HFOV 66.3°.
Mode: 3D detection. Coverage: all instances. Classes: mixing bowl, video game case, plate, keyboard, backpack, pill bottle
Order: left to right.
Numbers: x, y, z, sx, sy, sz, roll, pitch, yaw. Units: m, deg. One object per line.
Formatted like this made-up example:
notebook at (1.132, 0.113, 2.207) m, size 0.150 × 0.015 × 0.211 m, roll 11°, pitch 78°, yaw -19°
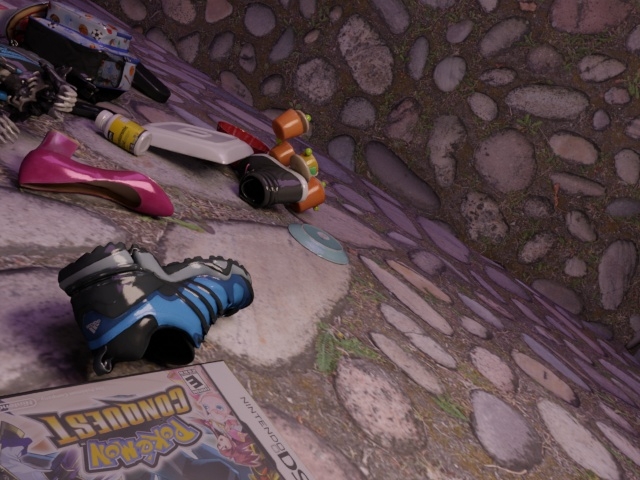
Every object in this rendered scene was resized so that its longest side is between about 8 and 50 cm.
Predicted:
backpack at (-0.646, -0.521, 1.365) m, size 0.276 × 0.213 × 0.263 m, roll 31°, pitch 7°, yaw 3°
keyboard at (-0.561, -0.314, 1.211) m, size 0.108 × 0.023 × 0.180 m, roll 31°, pitch 15°, yaw 21°
pill bottle at (-0.457, -0.251, 1.134) m, size 0.116 × 0.065 × 0.065 m, roll 30°, pitch 16°, yaw -2°
video game case at (-0.121, 0.213, 0.418) m, size 0.248 × 0.035 × 0.275 m, roll 42°, pitch 18°, yaw 31°
plate at (-0.339, -0.272, 1.313) m, size 0.277 × 0.045 × 0.278 m, roll 16°, pitch 17°, yaw 3°
mixing bowl at (-0.261, -0.286, 1.541) m, size 0.181 × 0.098 × 0.181 m, roll 28°, pitch 16°, yaw -9°
plate at (0.000, 0.000, 1.302) m, size 0.188 × 0.024 × 0.188 m, roll 28°, pitch 17°, yaw -9°

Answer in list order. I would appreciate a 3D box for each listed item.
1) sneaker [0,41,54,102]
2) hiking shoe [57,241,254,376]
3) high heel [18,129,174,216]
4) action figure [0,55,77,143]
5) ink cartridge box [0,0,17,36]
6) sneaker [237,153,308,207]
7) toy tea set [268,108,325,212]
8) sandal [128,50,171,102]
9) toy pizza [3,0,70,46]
sneaker at (-0.688, -0.365, 0.943) m, size 0.341 × 0.125 × 0.139 m, roll 20°, pitch 24°, yaw -28°
hiking shoe at (-0.179, 0.092, 0.608) m, size 0.304 × 0.113 × 0.132 m, roll 13°, pitch 54°, yaw -63°
high heel at (-0.364, -0.078, 0.818) m, size 0.244 × 0.082 × 0.117 m, roll 38°, pitch 42°, yaw -34°
action figure at (-0.508, -0.243, 0.822) m, size 0.141 × 0.164 × 0.276 m, roll 55°, pitch 6°, yaw 9°
ink cartridge box at (-0.971, -0.648, 1.324) m, size 0.218 × 0.092 × 0.158 m, roll 23°, pitch 18°, yaw -23°
sneaker at (-0.180, -0.171, 1.342) m, size 0.147 × 0.104 × 0.296 m, roll -11°, pitch 28°, yaw -41°
toy tea set at (-0.053, -0.226, 1.401) m, size 0.124 × 0.336 × 0.200 m, roll -33°, pitch 70°, yaw -24°
sandal at (-0.741, -0.642, 1.755) m, size 0.446 × 0.107 × 0.167 m, roll 44°, pitch 15°, yaw -2°
toy pizza at (-0.778, -0.596, 1.380) m, size 0.032 × 0.201 × 0.201 m, roll 62°, pitch 18°, yaw 1°
